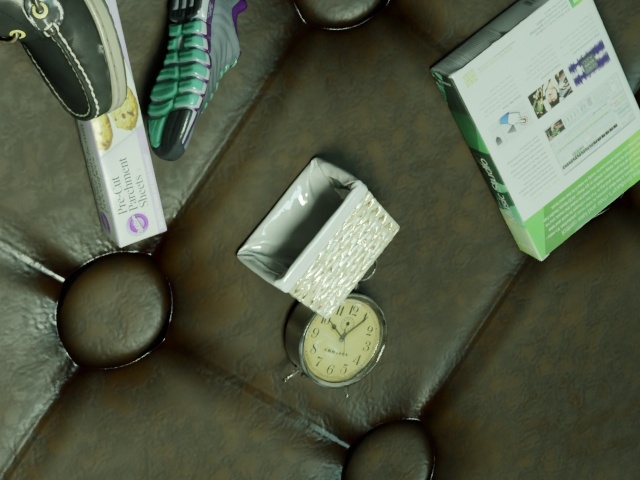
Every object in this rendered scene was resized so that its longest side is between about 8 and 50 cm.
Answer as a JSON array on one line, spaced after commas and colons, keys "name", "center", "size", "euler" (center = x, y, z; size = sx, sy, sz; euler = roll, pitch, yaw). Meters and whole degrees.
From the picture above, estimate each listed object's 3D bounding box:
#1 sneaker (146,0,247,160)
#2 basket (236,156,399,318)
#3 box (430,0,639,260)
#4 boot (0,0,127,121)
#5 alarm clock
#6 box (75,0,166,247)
[{"name": "sneaker", "center": [-0.130, -0.194, 1.879], "size": [0.098, 0.083, 0.223], "euler": [16, 83, -42]}, {"name": "basket", "center": [0.000, 0.000, 2.027], "size": [0.167, 0.113, 0.103], "euler": [-51, 128, -5]}, {"name": "box", "center": [0.306, -0.164, 2.175], "size": [0.232, 0.058, 0.322], "euler": [-38, 120, -13]}, {"name": "boot", "center": [-0.371, -0.220, 1.598], "size": [0.284, 0.138, 0.377], "euler": [-44, 128, -28]}, {"name": "alarm clock", "center": [0.026, 0.104, 2.106], "size": [0.129, 0.064, 0.192], "euler": [19, 100, -33]}, {"name": "box", "center": [-0.245, -0.153, 1.859], "size": [0.067, 0.063, 0.324], "euler": [-20, 116, -21]}]
